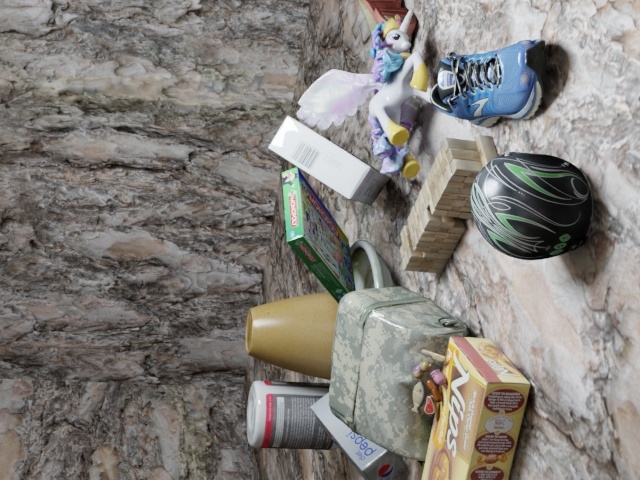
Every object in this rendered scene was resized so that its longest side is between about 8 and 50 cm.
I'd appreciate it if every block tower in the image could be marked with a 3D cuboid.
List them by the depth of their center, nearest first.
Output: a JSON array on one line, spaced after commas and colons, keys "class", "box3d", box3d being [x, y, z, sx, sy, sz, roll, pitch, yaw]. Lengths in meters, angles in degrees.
[{"class": "block tower", "box3d": [0.252, -0.069, 1.648, 0.335, 0.097, 0.091, 112, 158, -48]}]

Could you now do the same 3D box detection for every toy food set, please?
[{"class": "toy food set", "box3d": [0.198, 0.266, 1.486, 0.078, 0.019, 0.122, 13, 103, 46]}]

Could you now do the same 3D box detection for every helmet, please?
[{"class": "helmet", "box3d": [0.312, -0.052, 1.234, 0.169, 0.161, 0.170, -175, 90, -77]}]

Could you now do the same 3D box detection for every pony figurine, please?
[{"class": "pony figurine", "box3d": [0.155, -0.314, 1.853, 0.351, 0.302, 0.363, -55, 35, 30]}]

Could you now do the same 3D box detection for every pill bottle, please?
[{"class": "pill bottle", "box3d": [-0.029, 0.468, 2.165, 0.176, 0.318, 0.176, -175, 90, -77]}]

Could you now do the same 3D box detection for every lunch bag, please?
[{"class": "lunch bag", "box3d": [0.170, 0.269, 1.636, 0.256, 0.212, 0.305, 26, 113, 55]}]

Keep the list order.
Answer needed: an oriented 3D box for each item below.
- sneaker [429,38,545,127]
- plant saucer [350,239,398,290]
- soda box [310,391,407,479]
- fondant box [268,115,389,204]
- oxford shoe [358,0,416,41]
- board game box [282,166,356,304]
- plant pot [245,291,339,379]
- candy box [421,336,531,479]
[{"class": "sneaker", "box3d": [0.289, -0.275, 1.447, 0.330, 0.147, 0.130, 159, 115, -75]}, {"class": "plant saucer", "box3d": [0.128, 0.200, 2.068, 0.400, 0.100, 0.401, -176, 90, -77]}, {"class": "soda box", "box3d": [0.087, 0.471, 1.952, 0.286, 0.098, 0.091, 39, 161, 57]}, {"class": "fondant box", "box3d": [0.031, -0.193, 2.037, 0.096, 0.238, 0.330, -58, -11, 8]}, {"class": "oxford shoe", "box3d": [0.159, -0.587, 2.169, 0.348, 0.123, 0.130, -102, 15, -53]}, {"class": "board game box", "box3d": [0.000, 0.000, 1.966, 0.317, 0.046, 0.214, 52, -155, -48]}, {"class": "plant pot", "box3d": [-0.060, 0.240, 2.090, 0.237, 0.254, 0.237, -176, 90, -78]}, {"class": "candy box", "box3d": [0.268, 0.352, 1.444, 0.183, 0.087, 0.317, -122, 39, -69]}]
